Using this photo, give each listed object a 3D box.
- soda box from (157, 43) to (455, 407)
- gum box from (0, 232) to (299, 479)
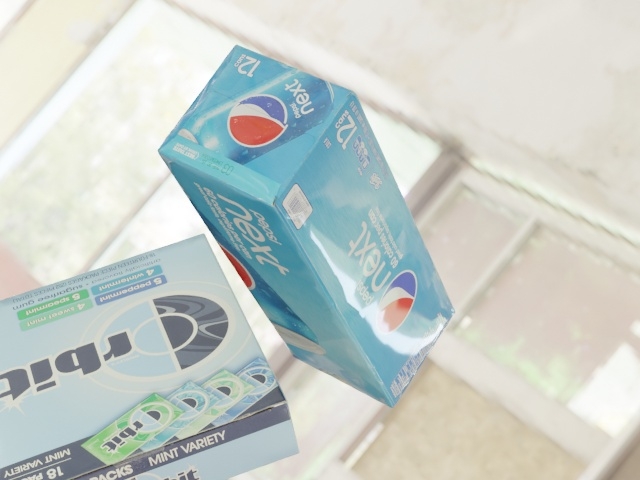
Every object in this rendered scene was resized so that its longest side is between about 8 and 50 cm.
[{"bbox_3d":[0.000,0.000,0.781,0.071,0.067,0.210,25,-20,30],"label":"soda box"},{"bbox_3d":[-0.113,0.079,0.901,0.184,0.157,0.041,-123,-163,-56],"label":"gum box"}]
